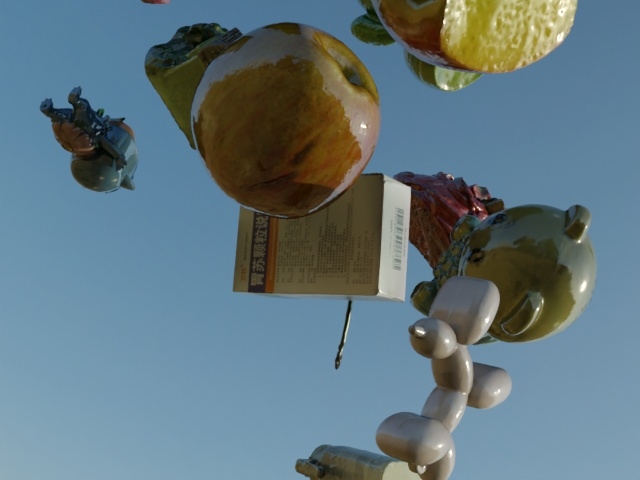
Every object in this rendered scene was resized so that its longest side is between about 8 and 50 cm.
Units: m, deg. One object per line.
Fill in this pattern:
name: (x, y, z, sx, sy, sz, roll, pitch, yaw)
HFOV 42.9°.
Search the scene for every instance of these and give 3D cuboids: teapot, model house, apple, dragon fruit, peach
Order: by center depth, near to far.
apple: (-0.037, -0.170, 1.102, 0.264, 0.264, 0.264, 19, -36, 14)
teapot: (0.044, 0.338, 1.164, 0.107, 0.077, 0.200, 10, -10, -30)
peach: (0.230, -0.412, 1.231, 0.306, 0.380, 0.242, 46, -36, 34)
model house: (-0.137, -0.287, 1.336, 0.189, 0.214, 0.195, -14, -70, 41)
dragon fruit: (0.282, -0.069, 1.681, 0.317, 0.205, 0.152, 52, -26, 23)

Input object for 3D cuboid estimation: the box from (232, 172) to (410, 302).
box: (0.000, 0.000, 1.403, 0.299, 0.200, 0.106, -1, -9, 34)

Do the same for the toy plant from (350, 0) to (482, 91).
toy plant: (0.179, -0.426, 1.519, 0.184, 0.224, 0.316, 17, 29, -52)

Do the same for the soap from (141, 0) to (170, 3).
soap: (-0.369, -0.624, 1.515, 0.233, 0.128, 0.359, 43, -14, 18)

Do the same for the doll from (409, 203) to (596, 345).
doll: (0.235, 0.048, 1.024, 0.161, 0.177, 0.261, 36, -15, -2)

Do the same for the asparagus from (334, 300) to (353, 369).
asparagus: (0.048, 0.164, 1.551, 0.013, 0.166, 0.016, 18, -12, -30)

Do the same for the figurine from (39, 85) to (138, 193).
figurine: (-0.335, -0.161, 1.217, 0.114, 0.145, 0.178, -9, -40, 15)

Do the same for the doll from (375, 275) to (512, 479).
doll: (0.105, 0.128, 0.694, 0.059, 0.160, 0.161, 9, -59, 40)
